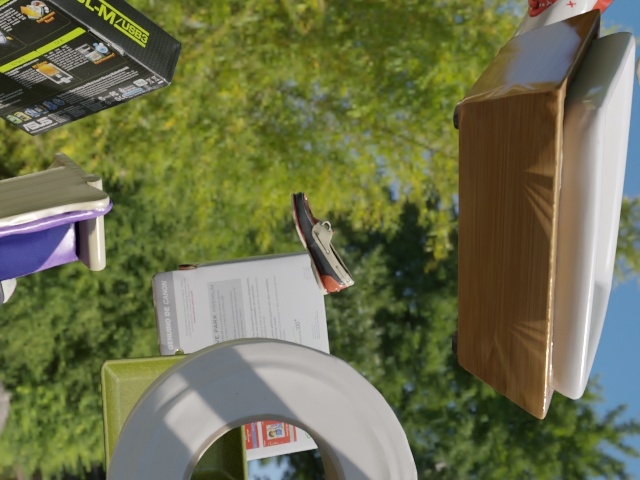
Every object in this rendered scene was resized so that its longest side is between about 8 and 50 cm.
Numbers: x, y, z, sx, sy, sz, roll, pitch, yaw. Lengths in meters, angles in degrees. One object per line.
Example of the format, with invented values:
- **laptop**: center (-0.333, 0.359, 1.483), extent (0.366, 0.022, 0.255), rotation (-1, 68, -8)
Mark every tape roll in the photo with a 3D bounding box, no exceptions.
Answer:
- **tape roll**: center (-0.058, 0.233, 0.954), extent (0.100, 0.286, 0.286), rotation (160, -81, -81)

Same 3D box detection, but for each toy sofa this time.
- **toy sofa**: center (-0.464, 0.010, 1.373), extent (0.177, 0.362, 0.150), rotation (34, -50, 42)

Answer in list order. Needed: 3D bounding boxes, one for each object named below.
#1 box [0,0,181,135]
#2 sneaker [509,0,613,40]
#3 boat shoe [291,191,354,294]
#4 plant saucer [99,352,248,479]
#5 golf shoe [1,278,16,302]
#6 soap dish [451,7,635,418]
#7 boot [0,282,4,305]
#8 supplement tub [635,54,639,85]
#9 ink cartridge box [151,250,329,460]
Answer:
- **box**: center (-0.230, -0.154, 0.752), extent (0.190, 0.184, 0.045), rotation (-11, -125, 43)
- **sneaker**: center (0.258, -0.305, 1.068), extent (0.270, 0.145, 0.090), rotation (-42, -160, 33)
- **boat shoe**: center (0.000, 0.000, 1.282), extent (0.049, 0.043, 0.137), rotation (-41, 111, -76)
- **plant saucer**: center (-0.197, 0.246, 1.357), extent (0.045, 0.188, 0.188), rotation (162, -75, -68)
- **golf shoe**: center (-0.632, 0.040, 1.724), extent (0.306, 0.115, 0.140), rotation (17, -20, 41)
- **soap dish**: center (0.193, -0.031, 0.884), extent (0.229, 0.118, 0.291), rotation (-51, 143, -55)
- **boot**: center (-0.570, 0.034, 1.413), extent (0.096, 0.264, 0.280), rotation (20, -46, 34)
- **supplement tub**: center (0.677, -0.364, 1.679), extent (0.228, 0.316, 0.228), rotation (32, -19, 12)
- **ink cartridge box**: center (-0.132, 0.182, 1.614), extent (0.130, 0.271, 0.310), rotation (176, -92, -69)
